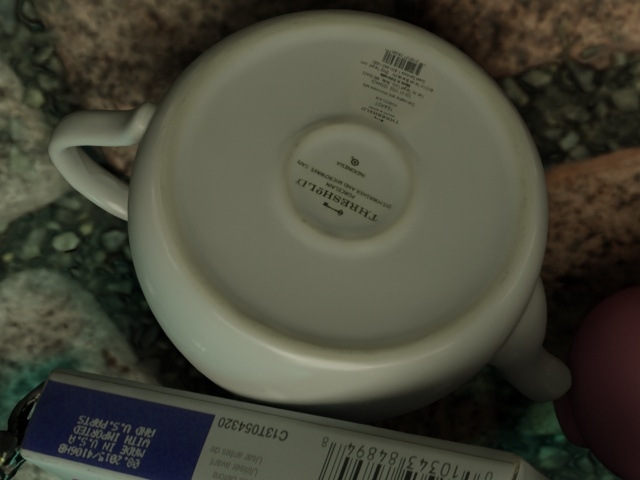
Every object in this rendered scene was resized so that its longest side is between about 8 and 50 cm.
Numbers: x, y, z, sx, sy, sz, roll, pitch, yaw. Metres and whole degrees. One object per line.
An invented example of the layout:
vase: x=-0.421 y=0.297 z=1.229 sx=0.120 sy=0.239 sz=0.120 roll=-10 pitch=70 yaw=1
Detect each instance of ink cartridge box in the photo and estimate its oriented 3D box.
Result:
ink cartridge box: x=0.042 y=0.183 z=1.074 sx=0.324 sy=0.071 sz=0.330 roll=6 pitch=157 yaw=37

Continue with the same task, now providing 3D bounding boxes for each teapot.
teapot: x=0.000 y=0.000 z=1.054 sx=0.253 sy=0.256 sz=0.187 roll=-19 pitch=163 yaw=-14

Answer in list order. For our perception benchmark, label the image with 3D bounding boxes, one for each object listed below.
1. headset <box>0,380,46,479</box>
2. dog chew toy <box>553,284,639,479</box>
headset: x=-0.083 y=0.273 z=1.216 sx=0.394 sy=0.243 sz=0.185 roll=37 pitch=96 yaw=-7
dog chew toy: x=0.301 y=0.060 z=1.091 sx=0.332 sy=0.206 sz=0.206 roll=-18 pitch=121 yaw=21
